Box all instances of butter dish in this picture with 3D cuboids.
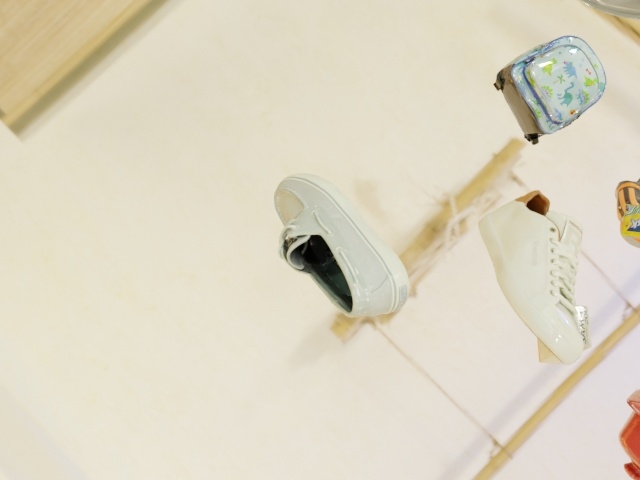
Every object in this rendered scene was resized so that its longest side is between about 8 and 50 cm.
[{"bbox_3d":[0.518,0.323,1.435,0.118,0.160,0.160,-54,159,16],"label":"butter dish"}]

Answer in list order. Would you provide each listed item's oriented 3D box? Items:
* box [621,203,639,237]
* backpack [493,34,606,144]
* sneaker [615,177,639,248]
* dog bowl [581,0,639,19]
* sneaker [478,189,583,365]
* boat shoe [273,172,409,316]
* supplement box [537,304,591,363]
[{"bbox_3d":[0.558,-0.028,1.562,0.169,0.059,0.054,4,94,-58],"label":"box"},{"bbox_3d":[0.288,-0.191,1.123,0.114,0.105,0.084,-35,-171,-16],"label":"backpack"},{"bbox_3d":[0.741,-0.034,1.942,0.124,0.321,0.180,-37,-148,35],"label":"sneaker"},{"bbox_3d":[0.421,-0.455,1.177,0.349,0.349,0.102,-45,-174,11],"label":"dog bowl"},{"bbox_3d":[0.299,0.031,1.223,0.123,0.106,0.290,-38,-143,19],"label":"sneaker"},{"bbox_3d":[0.000,0.001,0.978,0.081,0.227,0.079,-13,130,-31],"label":"boat shoe"},{"bbox_3d":[0.352,0.137,1.345,0.098,0.036,0.062,123,-30,-65],"label":"supplement box"}]
